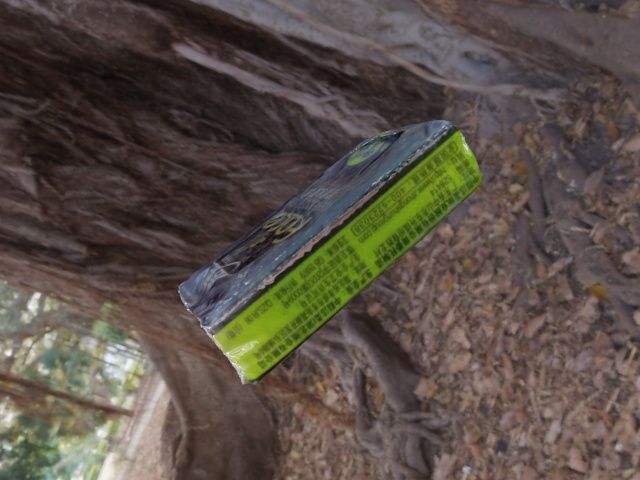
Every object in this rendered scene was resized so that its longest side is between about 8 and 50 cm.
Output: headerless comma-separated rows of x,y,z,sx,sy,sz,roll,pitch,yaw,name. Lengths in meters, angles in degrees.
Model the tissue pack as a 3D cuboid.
0.000,0.000,0.577,0.235,0.073,0.173,-39,14,-9,tissue pack
